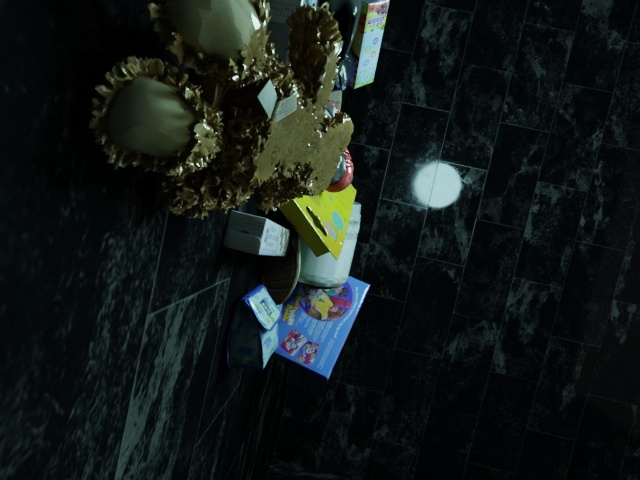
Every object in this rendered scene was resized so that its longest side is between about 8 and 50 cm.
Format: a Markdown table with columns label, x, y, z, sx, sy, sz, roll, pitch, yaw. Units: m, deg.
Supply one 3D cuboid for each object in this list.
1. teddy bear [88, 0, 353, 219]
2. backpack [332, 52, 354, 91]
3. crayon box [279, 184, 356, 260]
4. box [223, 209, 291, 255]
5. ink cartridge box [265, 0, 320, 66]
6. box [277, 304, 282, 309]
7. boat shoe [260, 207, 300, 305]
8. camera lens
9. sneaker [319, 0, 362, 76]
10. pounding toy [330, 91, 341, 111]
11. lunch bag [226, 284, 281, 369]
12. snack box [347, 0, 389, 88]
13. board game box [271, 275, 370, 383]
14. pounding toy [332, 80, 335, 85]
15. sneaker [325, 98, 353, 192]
| label | x | y | z | sx | sy | sz | roll | pitch | yaw |
| --- | --- | --- | --- | --- | --- | --- | --- | --- | --- |
| teddy bear | -0.075 | -0.126 | 0.445 | 0.338 | 0.113 | 0.245 | -24 | 138 | -62 |
| backpack | 0.001 | -0.401 | 1.019 | 0.120 | 0.101 | 0.097 | 24 | 73 | -53 |
| crayon box | -0.013 | -0.104 | 1.103 | 0.202 | 0.081 | 0.318 | 54 | 28 | -23 |
| box | -0.113 | -0.006 | 0.887 | 0.324 | 0.067 | 0.063 | 44 | 59 | -87 |
| ink cartridge box | -0.030 | -0.415 | 0.737 | 0.261 | 0.066 | 0.296 | -68 | 170 | -66 |
| box | -0.135 | 0.171 | 1.334 | 0.178 | 0.043 | 0.108 | 76 | 27 | -80 |
| boat shoe | -0.092 | 0.034 | 1.146 | 0.095 | 0.095 | 0.257 | -108 | -149 | -86 |
| camera lens | 0.000 | 0.000 | 1.403 | 0.219 | 0.220 | 0.274 | -57 | 159 | -79 |
| sneaker | 0.008 | -0.369 | 0.849 | 0.286 | 0.109 | 0.130 | 109 | -17 | -63 |
| pounding toy | 0.004 | -0.382 | 1.276 | 0.130 | 0.100 | 0.141 | 99 | -6 | -48 |
| lunch bag | -0.140 | 0.180 | 0.963 | 0.129 | 0.097 | 0.151 | -44 | 133 | -79 |
| snack box | 0.065 | -0.501 | 1.073 | 0.070 | 0.174 | 0.207 | -27 | 151 | -26 |
| board game box | -0.012 | 0.256 | 1.492 | 0.078 | 0.234 | 0.347 | 95 | 21 | -61 |
| pounding toy | -0.043 | -0.231 | 0.859 | 0.181 | 0.094 | 0.205 | -45 | 154 | -77 |
| sneaker | -0.006 | -0.249 | 1.030 | 0.135 | 0.098 | 0.275 | 20 | 52 | -61 |
